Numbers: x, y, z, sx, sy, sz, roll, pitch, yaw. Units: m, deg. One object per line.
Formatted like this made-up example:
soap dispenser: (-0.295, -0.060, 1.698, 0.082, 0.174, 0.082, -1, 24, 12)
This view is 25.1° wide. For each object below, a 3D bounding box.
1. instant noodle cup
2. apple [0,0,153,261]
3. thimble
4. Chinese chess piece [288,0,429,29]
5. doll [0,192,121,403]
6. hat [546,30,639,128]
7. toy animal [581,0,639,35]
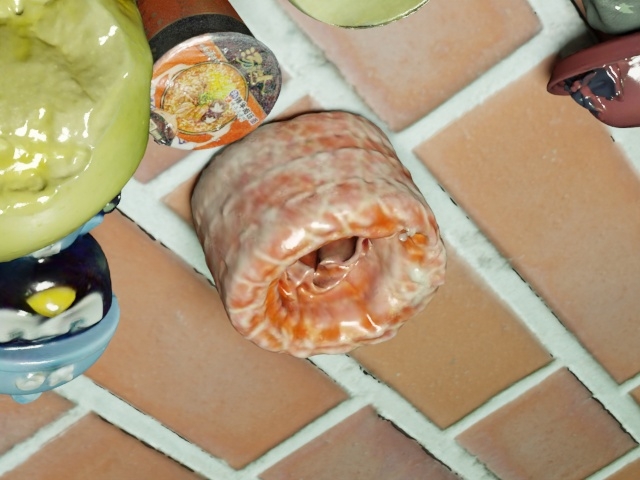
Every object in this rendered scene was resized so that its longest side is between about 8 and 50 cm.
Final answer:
instant noodle cup: (-0.111, -0.165, 1.219, 0.127, 0.135, 0.127, -15, 139, -13)
apple: (-0.265, -0.111, 1.106, 0.279, 0.279, 0.279, -15, 140, -13)
thimble: (0.000, 0.000, 1.442, 0.239, 0.162, 0.239, -14, 139, -12)
Chinese chess piece: (0.038, -0.273, 1.227, 0.188, 0.083, 0.188, -13, 136, -13)
doll: (-0.273, 0.042, 1.363, 0.177, 0.141, 0.314, -10, 135, -24)
hat: (0.329, -0.160, 1.439, 0.205, 0.089, 0.205, -14, 178, 0)
toy animal: (0.324, -0.295, 1.349, 0.137, 0.082, 0.269, -11, 140, -18)
